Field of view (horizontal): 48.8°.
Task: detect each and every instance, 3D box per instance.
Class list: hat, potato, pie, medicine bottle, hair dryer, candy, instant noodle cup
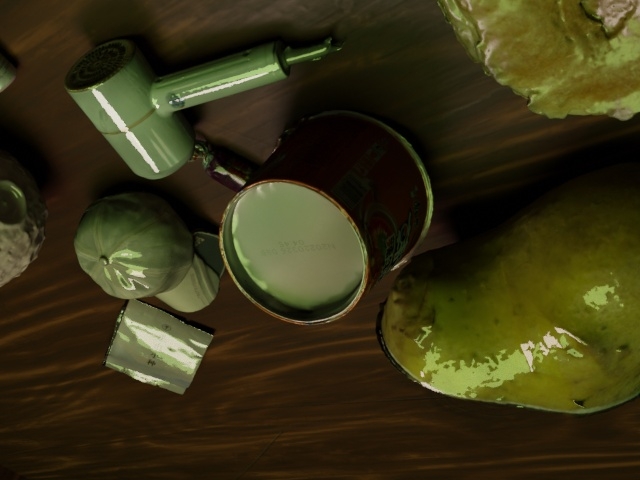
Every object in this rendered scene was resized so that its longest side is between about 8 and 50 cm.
[{"bbox_3d":[-0.293,0.041,1.199,0.232,0.161,0.275,0,144,26],"label":"hat"},{"bbox_3d":[0.295,0.023,0.897,0.398,0.289,0.295,14,130,6],"label":"potato"},{"bbox_3d":[0.276,-0.252,0.675,0.340,0.083,0.339,10,140,9],"label":"pie"},{"bbox_3d":[-0.470,-0.249,0.976,0.052,0.052,0.089,-14,133,34],"label":"medicine bottle"},{"bbox_3d":[-0.133,-0.192,0.902,0.358,0.107,0.173,-10,138,21],"label":"hair dryer"},{"bbox_3d":[-0.126,-0.097,1.049,0.175,0.045,0.043,28,155,-14],"label":"candy"},{"bbox_3d":[0.001,-0.024,0.908,0.251,0.192,0.250,10,118,20],"label":"instant noodle cup"}]

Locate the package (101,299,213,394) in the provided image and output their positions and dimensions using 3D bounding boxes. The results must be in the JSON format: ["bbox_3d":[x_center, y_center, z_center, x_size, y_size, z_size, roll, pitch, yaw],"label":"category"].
[{"bbox_3d":[-0.357,0.230,1.546,0.204,0.062,0.250,24,129,-10],"label":"package"}]

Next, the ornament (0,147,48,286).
[{"bbox_3d":[-0.560,-0.038,1.113,0.225,0.259,0.259,-11,135,33],"label":"ornament"}]
